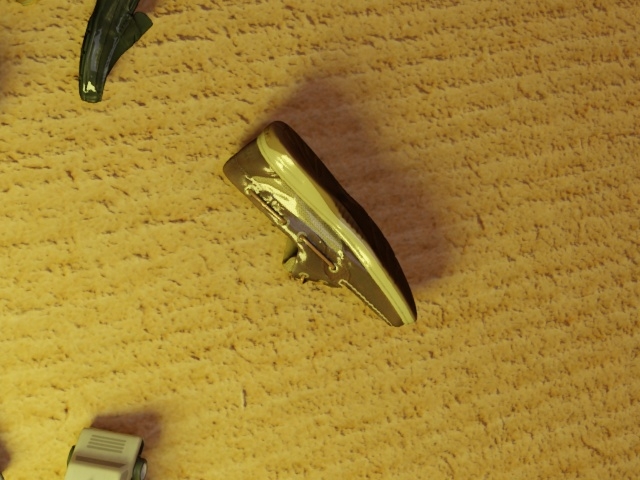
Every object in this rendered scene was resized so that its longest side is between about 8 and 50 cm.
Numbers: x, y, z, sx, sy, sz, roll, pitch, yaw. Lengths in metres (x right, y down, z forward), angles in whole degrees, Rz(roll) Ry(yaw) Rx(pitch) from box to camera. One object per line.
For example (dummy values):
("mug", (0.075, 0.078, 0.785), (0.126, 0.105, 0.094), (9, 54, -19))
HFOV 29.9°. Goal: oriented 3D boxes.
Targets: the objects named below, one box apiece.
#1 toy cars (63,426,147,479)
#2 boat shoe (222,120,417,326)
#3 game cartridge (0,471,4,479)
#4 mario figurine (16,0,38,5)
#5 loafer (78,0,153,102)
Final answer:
("toy cars", (-0.364, 0.373, 1.464), (0.394, 0.087, 0.176), (-36, 66, -15))
("boat shoe", (0.000, 0.000, 1.620), (0.123, 0.123, 0.342), (-34, 113, 15))
("game cartridge", (-0.586, 0.291, 1.432), (0.355, 0.068, 0.230), (-30, 100, -17))
("mario figurine", (-0.383, -0.436, 1.389), (0.320, 0.170, 0.198), (56, 40, -23))
("loafer", (-0.250, -0.276, 1.507), (0.078, 0.076, 0.223), (16, 84, -14))
